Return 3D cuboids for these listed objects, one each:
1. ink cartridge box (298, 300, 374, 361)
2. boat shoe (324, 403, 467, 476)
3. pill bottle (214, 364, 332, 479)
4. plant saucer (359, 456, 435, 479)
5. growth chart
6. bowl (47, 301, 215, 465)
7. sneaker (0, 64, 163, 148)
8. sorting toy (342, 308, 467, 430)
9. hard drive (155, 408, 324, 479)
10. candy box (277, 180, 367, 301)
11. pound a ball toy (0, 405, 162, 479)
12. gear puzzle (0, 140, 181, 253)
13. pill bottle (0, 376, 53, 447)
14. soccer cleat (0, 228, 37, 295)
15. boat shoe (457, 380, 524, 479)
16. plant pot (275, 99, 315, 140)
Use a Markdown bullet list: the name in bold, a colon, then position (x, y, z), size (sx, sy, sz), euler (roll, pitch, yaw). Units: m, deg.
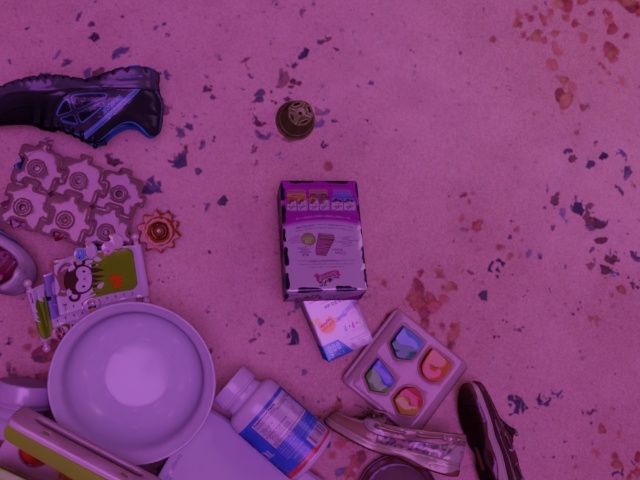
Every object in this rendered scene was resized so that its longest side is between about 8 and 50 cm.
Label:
- **ink cartridge box**: position (0.021, 0.141, 1.454), size (0.104, 0.061, 0.181), euler (-24, 92, -11)
- **boat shoe**: position (0.149, 0.389, 1.441), size (0.285, 0.104, 0.089), euler (19, 81, 1)
- **pill bottle**: position (-0.096, 0.348, 1.393), size (0.221, 0.124, 0.124), euler (41, 83, 3)
- **plant saucer**: position (0.157, 0.524, 1.457), size (0.168, 0.029, 0.168), euler (-2, 66, 4)
- **growth chart**: position (-0.435, 0.090, 1.353), size (0.237, 0.021, 0.172), euler (-24, 115, -24)
- **bowl**: position (-0.349, 0.260, 1.352), size (0.298, 0.134, 0.298), euler (0, 88, -10)
- **sneaker**: position (-0.468, -0.241, 1.352), size (0.341, 0.125, 0.140), euler (-9, 95, -7)
- **sorting toy**: position (0.179, 0.276, 1.489), size (0.208, 0.038, 0.193), euler (39, 83, -7)
- **hard drive**: position (-0.154, 0.478, 1.380), size (0.307, 0.040, 0.203), euler (35, 51, -7)
- **candy box**: position (0.000, 0.000, 1.415), size (0.159, 0.071, 0.233), euler (0, 68, -9)
- **pound a ball toy**: position (-0.460, 0.426, 1.210), size (0.319, 0.136, 0.208), euler (30, 87, -5)
- **gear puzzle**: position (-0.434, -0.066, 1.398), size (0.339, 0.044, 0.175), euler (18, 84, -11)
- **pill bottle**: position (-0.562, 0.374, 1.315), size (0.131, 0.131, 0.229), euler (11, 86, -9)
- **soccer cleat**: position (-0.662, -0.020, 1.303), size (0.331, 0.143, 0.116), euler (37, 83, -6)
- **boat shoe**: position (0.362, 0.407, 1.498), size (0.095, 0.095, 0.257), euler (-18, 98, -23)
- **plant pot**: position (-0.046, -0.250, 1.445), size (0.083, 0.079, 0.083), euler (0, 88, -9)
